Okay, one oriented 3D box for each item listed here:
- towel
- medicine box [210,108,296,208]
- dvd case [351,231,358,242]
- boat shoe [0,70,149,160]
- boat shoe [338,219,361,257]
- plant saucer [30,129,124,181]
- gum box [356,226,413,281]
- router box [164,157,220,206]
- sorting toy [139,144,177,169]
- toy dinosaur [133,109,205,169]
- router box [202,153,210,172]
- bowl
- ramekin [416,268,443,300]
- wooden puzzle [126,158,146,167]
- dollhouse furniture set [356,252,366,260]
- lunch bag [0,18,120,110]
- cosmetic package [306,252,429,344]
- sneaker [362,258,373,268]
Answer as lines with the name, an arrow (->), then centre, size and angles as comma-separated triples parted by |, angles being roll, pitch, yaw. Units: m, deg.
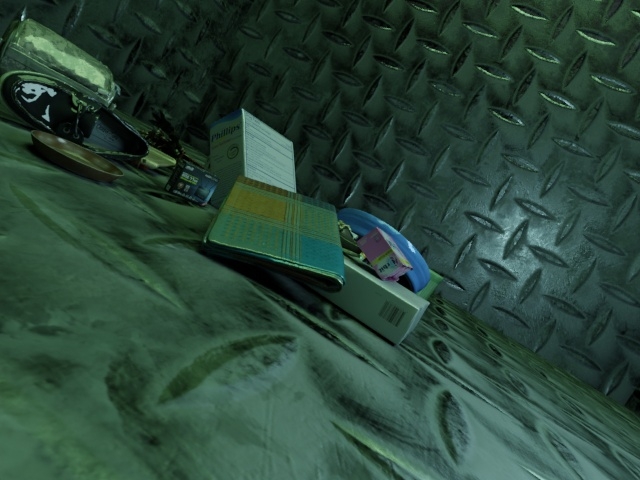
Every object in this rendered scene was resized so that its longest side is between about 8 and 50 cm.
towel -> -0.083, -0.032, 0.900 | 0.271, 0.040, 0.370 | 18, 25, -10
medicine box -> -0.215, -0.228, 1.375 | 0.149, 0.290, 0.263 | -16, -20, 29
dvd case -> 0.000, 0.000, 1.264 | 0.253, 0.181, 0.022 | 33, 47, 28
boat shoe -> -0.536, -0.267, 0.965 | 0.112, 0.127, 0.340 | 19, -9, 25
boat shoe -> 0.037, -0.025, 1.103 | 0.081, 0.069, 0.227 | 27, 5, -41
plant saucer -> -0.469, -0.156, 0.810 | 0.168, 0.029, 0.168 | 30, 6, -3
gum box -> 0.164, 0.039, 1.035 | 0.107, 0.062, 0.188 | 56, 13, 17
router box -> -0.344, -0.155, 1.135 | 0.038, 0.092, 0.122 | 34, 7, 37
sorting toy -> -0.544, -0.256, 1.258 | 0.347, 0.047, 0.196 | 28, 11, -8
toy dinosaur -> -0.553, -0.339, 1.521 | 0.321, 0.165, 0.218 | 10, -15, 8
router box -> -0.364, -0.340, 1.648 | 0.082, 0.301, 0.335 | 28, 5, -24
bowl -> 0.187, 0.054, 1.436 | 0.391, 0.077, 0.391 | 37, -18, 14
ramekin -> 0.413, 0.163, 1.995 | 0.303, 0.148, 0.303 | 29, 5, -3
wooden puzzle -> -0.516, -0.232, 1.153 | 0.083, 0.049, 0.006 | 30, 19, -6
dollhouse furniture set -> 0.064, 0.018, 1.278 | 0.151, 0.076, 0.059 | 29, -34, 28
lunch bag -> -0.782, -0.489, 1.249 | 0.305, 0.213, 0.256 | 27, 6, -42
cosmetic package -> 0.071, 0.095, 1.031 | 0.377, 0.098, 0.284 | 32, 7, 19
sneaker -> 0.095, 0.072, 1.321 | 0.295, 0.105, 0.147 | 34, 0, -1
